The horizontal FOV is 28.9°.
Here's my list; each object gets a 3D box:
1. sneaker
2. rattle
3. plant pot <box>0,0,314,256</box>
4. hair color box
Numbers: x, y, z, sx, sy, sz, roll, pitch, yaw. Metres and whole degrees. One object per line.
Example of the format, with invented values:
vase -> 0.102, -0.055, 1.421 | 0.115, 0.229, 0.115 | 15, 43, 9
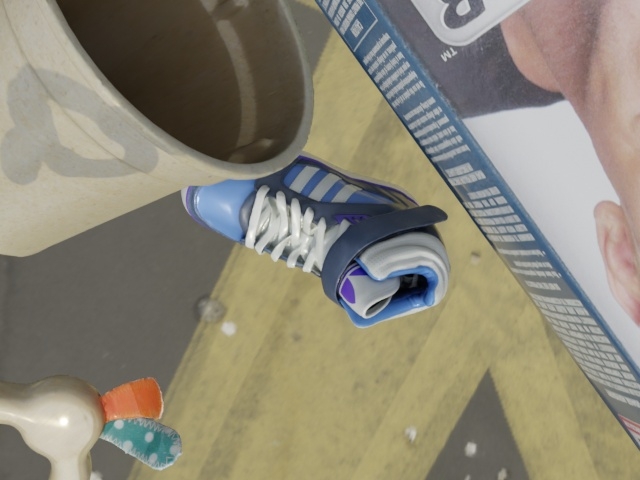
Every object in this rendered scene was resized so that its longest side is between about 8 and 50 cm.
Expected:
sneaker -> 0.000, 0.000, 1.476 | 0.323, 0.236, 0.130 | 10, 117, -15
rattle -> -0.189, 0.121, 0.878 | 0.200, 0.143, 0.130 | -31, 98, 10
plant pot -> -0.227, -0.142, 1.145 | 0.305, 0.334, 0.334 | -30, 96, 33
hair color box -> 0.128, -0.072, 0.504 | 0.174, 0.105, 0.347 | -37, 93, -4
